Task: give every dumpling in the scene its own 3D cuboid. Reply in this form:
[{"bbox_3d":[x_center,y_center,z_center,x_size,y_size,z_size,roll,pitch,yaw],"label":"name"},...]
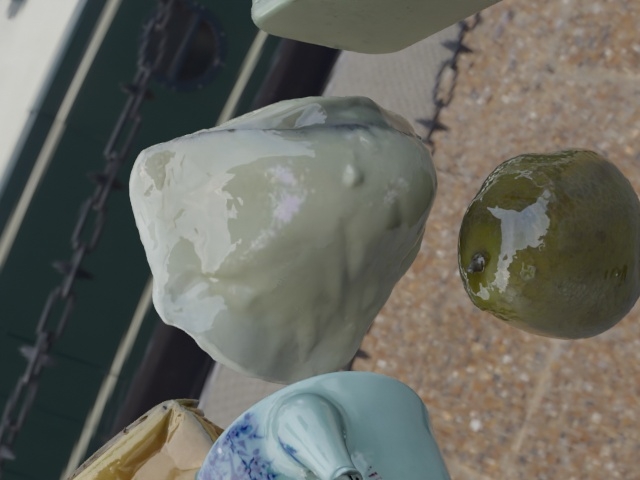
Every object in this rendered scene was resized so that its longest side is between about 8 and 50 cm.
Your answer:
[{"bbox_3d":[0.000,0.000,1.028,0.187,0.318,0.243,-14,78,54],"label":"dumpling"}]

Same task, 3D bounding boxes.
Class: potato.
[{"bbox_3d":[0.213,0.006,1.097,0.159,0.251,0.174,-34,72,41],"label":"potato"}]

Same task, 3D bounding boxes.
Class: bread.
[{"bbox_3d":[-0.208,0.303,1.406,0.241,0.107,0.136,-42,67,3],"label":"bread"}]

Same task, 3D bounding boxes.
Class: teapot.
[{"bbox_3d":[0.017,0.175,0.702,0.159,0.232,0.159,-10,41,9],"label":"teapot"}]

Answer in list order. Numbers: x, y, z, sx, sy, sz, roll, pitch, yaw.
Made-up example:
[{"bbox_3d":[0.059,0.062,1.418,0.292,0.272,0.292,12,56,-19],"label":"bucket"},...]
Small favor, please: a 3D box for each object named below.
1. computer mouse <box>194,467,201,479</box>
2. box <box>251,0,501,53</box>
[{"bbox_3d":[-0.036,0.343,1.143,0.097,0.288,0.159,-41,12,-28],"label":"computer mouse"},{"bbox_3d":[0.091,-0.384,1.086,0.352,0.177,0.344,-16,67,60],"label":"box"}]
